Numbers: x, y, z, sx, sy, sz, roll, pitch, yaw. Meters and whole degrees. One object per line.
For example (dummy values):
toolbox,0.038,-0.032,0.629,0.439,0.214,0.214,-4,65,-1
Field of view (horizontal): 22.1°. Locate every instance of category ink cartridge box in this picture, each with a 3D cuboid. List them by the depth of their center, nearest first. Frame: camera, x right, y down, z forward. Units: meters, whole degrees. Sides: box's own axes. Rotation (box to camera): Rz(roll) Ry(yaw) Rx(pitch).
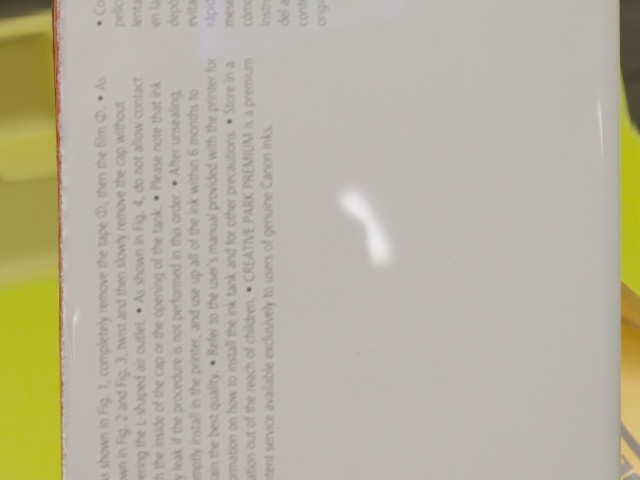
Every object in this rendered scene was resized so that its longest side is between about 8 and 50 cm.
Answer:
ink cartridge box,0.000,0.000,0.480,0.130,0.310,0.272,-1,180,-2

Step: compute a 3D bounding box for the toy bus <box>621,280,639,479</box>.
toy bus,0.185,0.165,0.690,0.130,0.333,0.108,-37,-174,8
